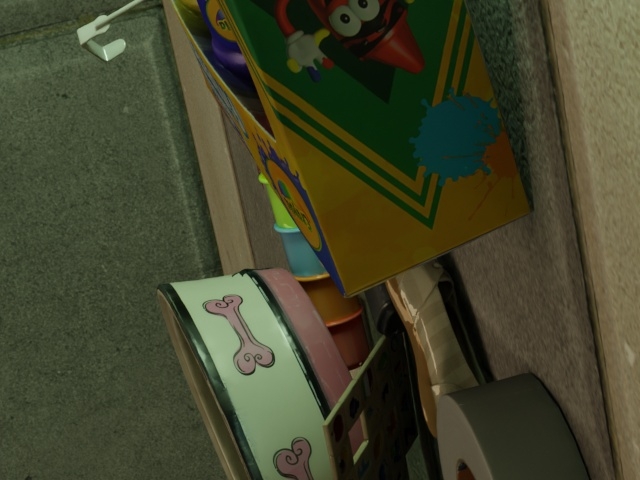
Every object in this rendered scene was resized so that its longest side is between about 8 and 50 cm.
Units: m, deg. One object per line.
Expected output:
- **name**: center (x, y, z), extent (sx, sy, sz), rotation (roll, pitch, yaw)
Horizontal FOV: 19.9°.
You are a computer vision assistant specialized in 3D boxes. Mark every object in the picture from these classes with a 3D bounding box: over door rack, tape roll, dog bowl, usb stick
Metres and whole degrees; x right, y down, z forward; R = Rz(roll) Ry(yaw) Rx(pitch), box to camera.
- **over door rack**: center (-0.185, -0.380, 1.983), extent (0.108, 0.324, 0.239), rotation (17, -132, -49)
- **tape roll**: center (0.158, 0.219, 1.433), extent (0.219, 0.072, 0.219), rotation (167, 90, -82)
- **dog bowl**: center (-0.043, 0.212, 2.101), extent (0.408, 0.150, 0.408), rotation (157, 90, -82)
- **usb stick**: center (0.042, -0.030, 1.892), extent (0.077, 0.045, 0.278), rotation (89, 165, -61)

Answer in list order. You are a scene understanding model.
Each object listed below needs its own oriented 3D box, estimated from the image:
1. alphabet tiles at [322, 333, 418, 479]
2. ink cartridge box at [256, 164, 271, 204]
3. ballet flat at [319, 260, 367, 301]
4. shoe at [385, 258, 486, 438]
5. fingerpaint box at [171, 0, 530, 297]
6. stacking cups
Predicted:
- **alphabet tiles**: center (0.061, 0.232, 1.925), extent (0.198, 0.009, 0.237), rotation (-52, -40, -50)
- **ink cartridge box**: center (-0.039, -0.090, 2.275), extent (0.150, 0.063, 0.109), rotation (-116, 14, -53)
- **ballet flat**: center (0.021, -0.002, 1.999), extent (0.072, 0.068, 0.213), rotation (90, 164, -59)
- **shoe**: center (0.106, 0.070, 1.623), extent (0.076, 0.058, 0.219), rotation (29, -137, -57)
- **fingerpaint box**: center (-0.036, -0.225, 1.396), extent (0.445, 0.163, 0.371), rotation (-123, 10, -59)
- **stacking cups**: center (0.000, 0.000, 2.146), extent (0.096, 0.096, 0.316), rotation (-129, 21, -71)
